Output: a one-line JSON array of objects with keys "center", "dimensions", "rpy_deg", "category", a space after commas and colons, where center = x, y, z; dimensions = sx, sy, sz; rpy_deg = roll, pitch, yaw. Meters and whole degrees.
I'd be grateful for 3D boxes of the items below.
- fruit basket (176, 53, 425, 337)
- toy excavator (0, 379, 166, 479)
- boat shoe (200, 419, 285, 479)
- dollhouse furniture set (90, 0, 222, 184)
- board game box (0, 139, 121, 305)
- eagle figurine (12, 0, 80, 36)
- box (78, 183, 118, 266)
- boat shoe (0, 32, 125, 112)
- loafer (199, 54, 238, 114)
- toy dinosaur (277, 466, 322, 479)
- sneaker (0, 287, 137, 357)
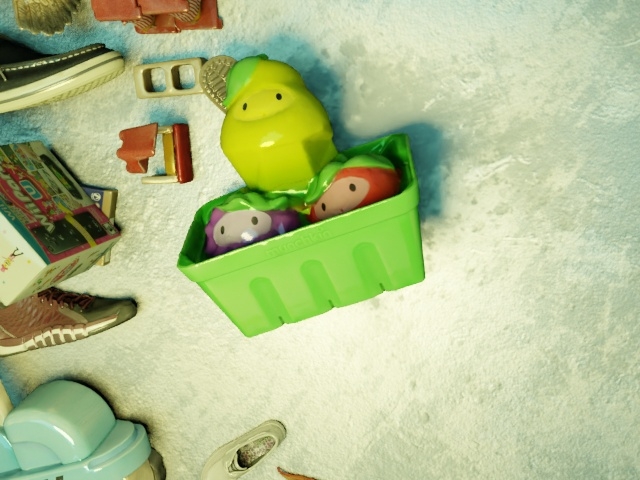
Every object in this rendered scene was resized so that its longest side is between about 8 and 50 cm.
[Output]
[{"center": [-0.042, -0.089, 1.368], "dimensions": [0.392, 0.283, 0.391], "rpy_deg": [0, 116, 1], "category": "fruit basket"}, {"center": [-0.529, 0.318, 1.580], "dimensions": [0.433, 0.222, 0.444], "rpy_deg": [-14, 99, 10], "category": "toy excavator"}, {"center": [-0.141, 0.387, 1.619], "dimensions": [0.184, 0.063, 0.066], "rpy_deg": [-31, 92, 12], "category": "boat shoe"}, {"center": [-0.246, -0.274, 1.468], "dimensions": [0.152, 0.201, 0.373], "rpy_deg": [-4, 97, 10], "category": "dollhouse furniture set"}, {"center": [-0.468, -0.038, 1.450], "dimensions": [0.097, 0.303, 0.224], "rpy_deg": [-41, 91, 14], "category": "board game box"}, {"center": [-0.530, -0.480, 1.473], "dimensions": [0.298, 0.226, 0.225], "rpy_deg": [31, 131, 28], "category": "eagle figurine"}, {"center": [-0.478, -0.041, 1.627], "dimensions": [0.225, 0.036, 0.136], "rpy_deg": [10, 100, 9], "category": "box"}, {"center": [-0.571, -0.286, 1.533], "dimensions": [0.501, 0.187, 0.155], "rpy_deg": [-5, 103, 15], "category": "boat shoe"}, {"center": [-0.093, -0.198, 1.514], "dimensions": [0.102, 0.092, 0.268], "rpy_deg": [-35, 107, 8], "category": "loafer"}, {"center": [-0.024, 0.430, 1.620], "dimensions": [0.082, 0.047, 0.090], "rpy_deg": [-21, 84, -6], "category": "toy dinosaur"}, {"center": [-0.471, 0.101, 1.613], "dimensions": [0.282, 0.106, 0.162], "rpy_deg": [-14, 93, 12], "category": "sneaker"}]
